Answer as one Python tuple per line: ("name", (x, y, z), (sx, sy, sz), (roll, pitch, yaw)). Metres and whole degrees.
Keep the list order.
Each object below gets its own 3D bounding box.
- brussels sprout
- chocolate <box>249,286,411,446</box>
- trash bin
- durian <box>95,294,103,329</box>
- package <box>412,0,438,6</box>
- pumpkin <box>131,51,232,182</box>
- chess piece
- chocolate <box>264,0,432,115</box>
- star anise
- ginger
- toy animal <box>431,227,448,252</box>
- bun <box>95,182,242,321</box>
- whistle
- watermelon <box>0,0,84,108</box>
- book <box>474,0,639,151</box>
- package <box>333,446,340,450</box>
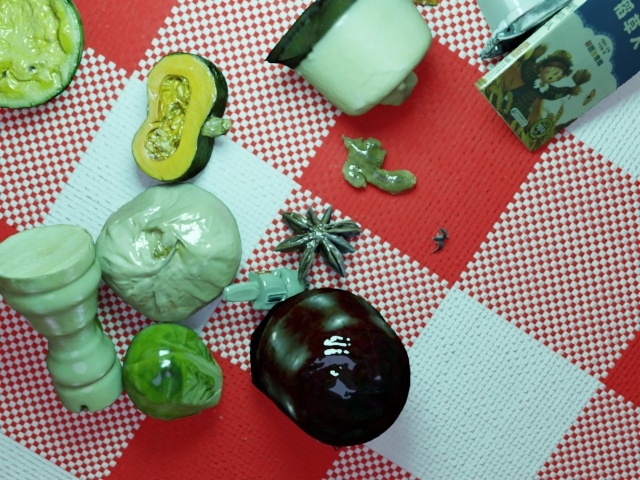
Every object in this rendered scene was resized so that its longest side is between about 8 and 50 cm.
("brussels sprout", (-0.368, 0.341, 1.604), (0.271, 0.220, 0.210), (26, 140, -25))
("chocolate", (0.043, 0.327, 1.515), (0.383, 0.331, 0.384), (-5, 110, -15))
("trash bin", (0.440, -0.652, 1.501), (0.295, 0.256, 0.368), (-33, 90, 4))
("durian", (-0.633, 0.146, 1.647), (0.140, 0.078, 0.224), (-32, 119, -8))
("package", (0.249, -0.634, 1.594), (0.110, 0.033, 0.077), (5, 87, -7))
("pumpkin", (-0.326, -0.293, 1.566), (0.221, 0.139, 0.318), (18, 95, -1))
("chess piece", (-0.598, 0.201, 1.511), (0.233, 0.234, 0.443), (-6, 122, -1))
("chocolate", (0.100, -0.438, 1.468), (0.297, 0.326, 0.314), (50, 137, -4))
("star anise", (0.000, 0.000, 1.621), (0.236, 0.093, 0.229), (-25, 76, -17))
("ginger", (0.149, -0.192, 1.630), (0.213, 0.059, 0.133), (11, 101, -1))
("toy animal", (0.316, -0.006, 1.671), (0.028, 0.050, 0.084), (31, 136, 25))
("bun", (-0.375, 0.033, 1.565), (0.360, 0.213, 0.362), (0, 96, 0))
("whistle", (-0.132, 0.124, 1.614), (0.253, 0.105, 0.102), (-6, 93, -36))
("watermelon", (-0.705, -0.482, 1.512), (0.330, 0.189, 0.331), (2, 113, 5))
("book", (0.606, -0.422, 1.491), (0.428, 0.039, 0.300), (-40, 133, 20))
("package", (0.100, 0.486, 1.727), (0.200, 0.022, 0.083), (-36, 96, 4))
